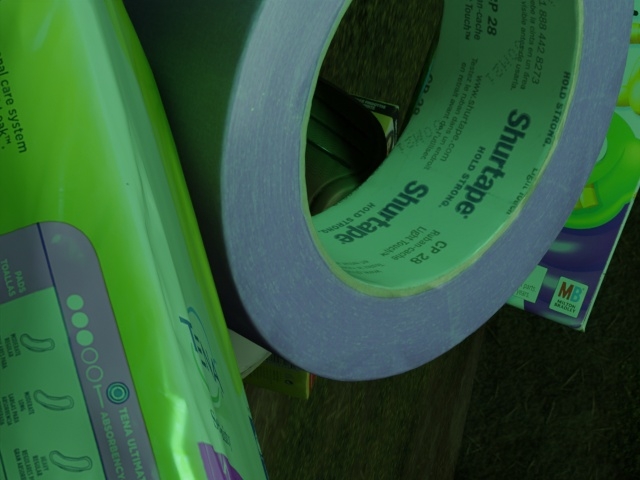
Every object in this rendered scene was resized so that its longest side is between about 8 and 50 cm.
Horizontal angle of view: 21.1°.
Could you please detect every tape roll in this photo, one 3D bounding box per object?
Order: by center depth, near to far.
[{"bbox_3d":[0.028,-0.077,0.787,0.275,0.090,0.275,-26,128,-37],"label":"tape roll"}]

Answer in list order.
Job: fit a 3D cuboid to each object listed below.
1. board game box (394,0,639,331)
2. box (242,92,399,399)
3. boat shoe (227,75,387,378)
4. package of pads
[{"bbox_3d":[0.138,-0.107,1.037,0.144,0.142,0.275,-62,172,-82],"label":"board game box"},{"bbox_3d":[0.000,0.000,1.307,0.087,0.058,0.232,90,19,-53],"label":"box"},{"bbox_3d":[-0.043,-0.011,1.011,0.103,0.113,0.302,-58,180,29],"label":"boat shoe"},{"bbox_3d":[-0.084,0.031,0.538,0.229,0.101,0.296,72,0,-70],"label":"package of pads"}]
